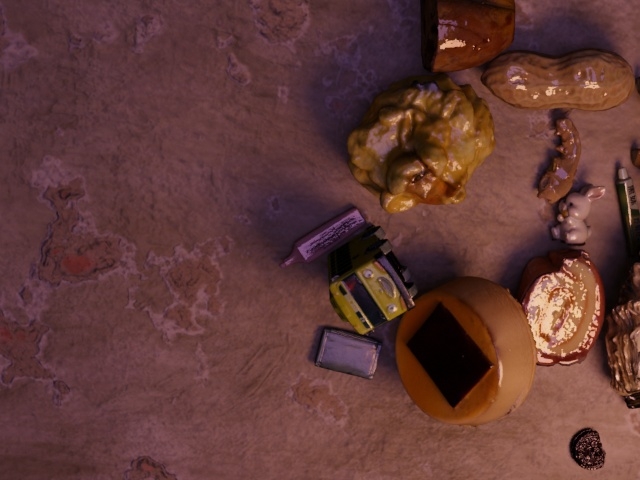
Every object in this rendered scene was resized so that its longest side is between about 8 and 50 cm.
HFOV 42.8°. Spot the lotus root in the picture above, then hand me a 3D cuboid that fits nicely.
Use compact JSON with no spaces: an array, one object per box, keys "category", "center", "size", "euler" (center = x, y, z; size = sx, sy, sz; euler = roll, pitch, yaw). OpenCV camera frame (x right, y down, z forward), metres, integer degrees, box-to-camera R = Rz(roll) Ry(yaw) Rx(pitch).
[{"category":"lotus root","center":[0.275,-0.406,1.503],"size":[0.180,0.199,0.188],"euler":[-1,105,1]}]

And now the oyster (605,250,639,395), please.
[{"category":"oyster","center":[0.648,0.161,1.637],"size":[0.238,0.115,0.351],"euler":[-15,116,-43]}]

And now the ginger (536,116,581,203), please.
[{"category":"ginger","center":[0.485,-0.158,1.639],"size":[0.069,0.051,0.173],"euler":[10,96,-10]}]

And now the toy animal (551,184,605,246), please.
[{"category":"toy animal","center":[0.517,-0.054,1.646],"size":[0.085,0.071,0.124],"euler":[3,101,-2]}]

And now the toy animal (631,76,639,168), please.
[{"category":"toy animal","center":[0.709,-0.225,1.613],"size":[0.157,0.097,0.312],"euler":[-4,103,-8]}]

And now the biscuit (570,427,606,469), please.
[{"category":"biscuit","center":[0.585,0.452,1.768],"size":[0.087,0.027,0.089],"euler":[23,99,-6]}]

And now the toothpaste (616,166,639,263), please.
[{"category":"toothpaste","center":[0.635,-0.053,1.671],"size":[0.049,0.031,0.204],"euler":[-19,104,-11]}]

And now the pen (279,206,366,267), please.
[{"category":"pen","center":[0.000,0.000,1.655],"size":[0.197,0.032,0.053],"euler":[-34,101,3]}]

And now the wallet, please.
[{"category":"wallet","center":[0.058,0.234,1.705],"size":[0.129,0.026,0.088],"euler":[14,96,-4]}]

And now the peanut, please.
[{"category":"peanut","center":[0.456,-0.310,1.562],"size":[0.298,0.136,0.120],"euler":[0,68,-1]}]

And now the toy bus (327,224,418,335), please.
[{"category":"toy bus","center":[0.091,0.074,1.558],"size":[0.150,0.262,0.128],"euler":[-31,100,7]}]

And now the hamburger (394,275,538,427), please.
[{"category":"hamburger","center":[0.285,0.216,1.592],"size":[0.176,0.300,0.300],"euler":[-3,104,-41]}]

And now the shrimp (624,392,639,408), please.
[{"category":"shrimp","center":[0.804,0.244,1.724],"size":[0.365,0.071,0.233],"euler":[-19,92,2]}]

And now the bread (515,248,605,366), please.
[{"category":"bread","center":[0.484,0.128,1.654],"size":[0.190,0.123,0.244],"euler":[13,100,-7]}]

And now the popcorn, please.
[{"category":"popcorn","center":[0.190,-0.180,1.542],"size":[0.286,0.215,0.252],"euler":[-20,79,6]}]
